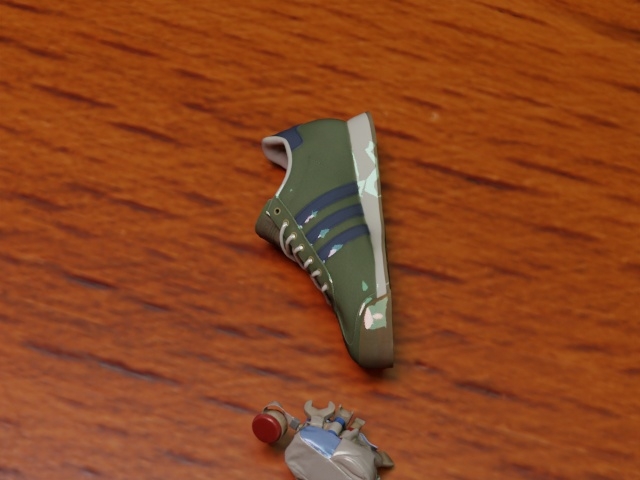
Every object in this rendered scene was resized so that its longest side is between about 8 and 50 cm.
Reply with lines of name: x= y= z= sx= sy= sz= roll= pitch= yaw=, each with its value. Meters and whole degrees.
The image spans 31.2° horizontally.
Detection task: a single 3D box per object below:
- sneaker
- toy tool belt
sneaker: x=0.000 y=0.000 z=0.763 sx=0.086 sy=0.064 sz=0.192 roll=-4 pitch=59 yaw=0
toy tool belt: x=0.003 y=0.123 z=0.699 sx=0.083 sy=0.052 sz=0.051 roll=34 pitch=30 yaw=11
